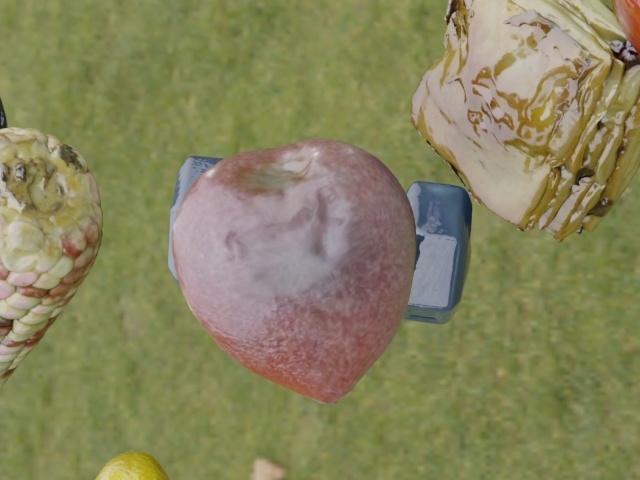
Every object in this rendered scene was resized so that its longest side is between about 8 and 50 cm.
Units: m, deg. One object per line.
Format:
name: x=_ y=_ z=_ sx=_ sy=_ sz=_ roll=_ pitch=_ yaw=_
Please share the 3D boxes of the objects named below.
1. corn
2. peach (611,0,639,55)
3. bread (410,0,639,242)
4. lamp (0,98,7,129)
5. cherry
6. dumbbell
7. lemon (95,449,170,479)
corn: x=-0.182 y=0.038 z=0.809 sx=0.253 sy=0.086 sz=0.086 roll=-46 pitch=50 yaw=46
peach: x=0.227 y=-0.146 z=0.788 sx=0.154 sy=0.159 sz=0.267 roll=-54 pitch=8 yaw=-11
bread: x=0.237 y=-0.158 z=1.919 sx=0.277 sy=0.167 sz=0.324 roll=43 pitch=150 yaw=23
lamp: x=-0.358 y=-0.077 z=1.186 sx=0.147 sy=0.227 sz=0.172 roll=-41 pitch=76 yaw=28
cherry: x=-0.020 y=0.023 z=1.586 sx=0.239 sy=0.239 sz=0.206 roll=-62 pitch=29 yaw=28
dumbbell: x=0.000 y=0.000 z=1.768 sx=0.144 sy=0.325 sz=0.160 roll=-73 pitch=-11 yaw=-72
lemon: x=-0.143 y=0.198 z=1.256 sx=0.065 sy=0.065 sz=0.092 roll=-60 pitch=25 yaw=30
